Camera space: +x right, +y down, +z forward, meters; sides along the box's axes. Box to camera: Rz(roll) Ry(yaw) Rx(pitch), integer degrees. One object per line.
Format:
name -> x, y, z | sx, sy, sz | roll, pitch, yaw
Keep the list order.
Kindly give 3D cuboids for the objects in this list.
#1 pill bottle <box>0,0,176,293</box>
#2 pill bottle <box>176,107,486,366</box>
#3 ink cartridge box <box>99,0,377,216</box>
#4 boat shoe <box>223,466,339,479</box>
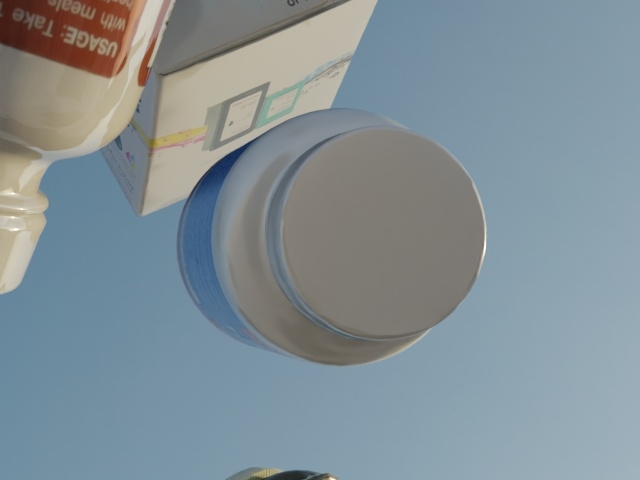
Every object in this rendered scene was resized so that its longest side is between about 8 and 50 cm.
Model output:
pill bottle -> -0.095, -0.100, 0.351 | 0.121, 0.121, 0.216 | 17, -83, -31
pill bottle -> 0.000, 0.000, 0.616 | 0.124, 0.124, 0.221 | -3, -1, -13
ink cartridge box -> -0.103, -0.185, 1.007 | 0.197, 0.198, 0.270 | -27, -13, -19
boat shoe -> -0.025, 0.195, 0.436 | 0.091, 0.305, 0.109 | -22, -64, 29
